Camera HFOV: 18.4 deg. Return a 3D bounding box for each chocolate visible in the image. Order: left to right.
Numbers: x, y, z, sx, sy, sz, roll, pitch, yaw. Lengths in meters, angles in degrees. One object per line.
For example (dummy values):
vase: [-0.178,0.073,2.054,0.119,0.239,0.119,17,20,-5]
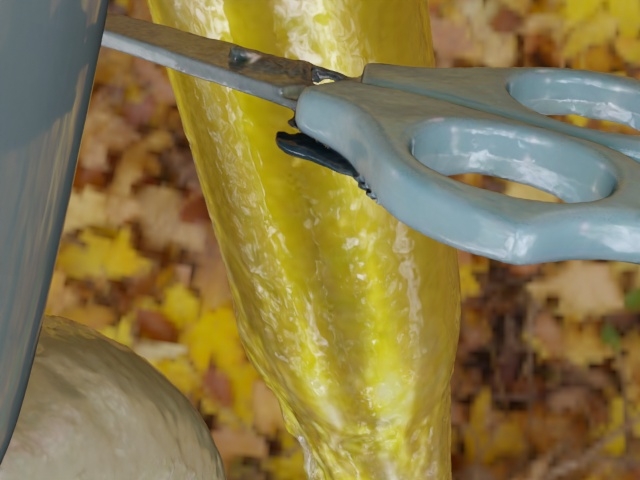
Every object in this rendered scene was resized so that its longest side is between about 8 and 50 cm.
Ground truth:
chocolate: [0.000,0.000,1.161,0.162,0.162,0.445,-4,122,10]

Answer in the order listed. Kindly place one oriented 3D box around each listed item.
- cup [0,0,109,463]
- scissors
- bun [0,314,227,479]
cup: [-0.251,-0.052,0.646,0.356,0.274,0.259,10,-179,14]
scissors: [-0.011,-0.059,0.782,0.360,0.191,0.029,15,115,23]
bun: [-0.191,0.195,0.907,0.219,0.365,0.365,16,141,26]
